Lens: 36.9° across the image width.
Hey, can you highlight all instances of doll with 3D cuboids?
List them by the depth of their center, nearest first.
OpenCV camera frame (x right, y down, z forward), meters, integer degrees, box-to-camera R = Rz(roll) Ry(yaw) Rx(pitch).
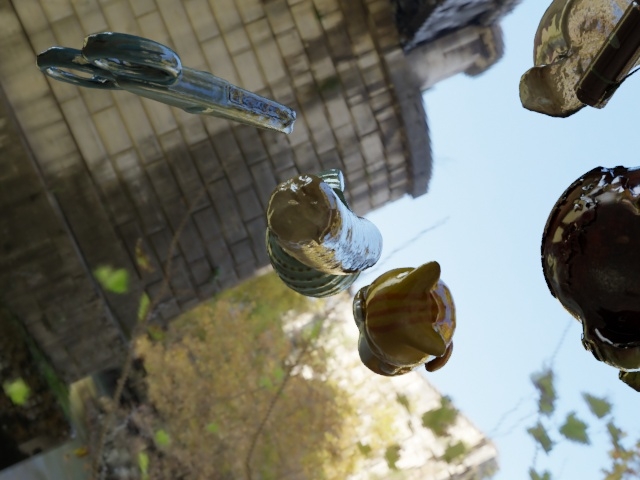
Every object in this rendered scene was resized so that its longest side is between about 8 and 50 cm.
[{"bbox_3d":[0.131,0.130,1.520,0.269,0.162,0.167,70,8,-79],"label":"doll"}]

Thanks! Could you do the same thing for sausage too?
[{"bbox_3d":[0.009,-0.005,0.811,0.066,0.065,0.301,64,8,11],"label":"sausage"}]

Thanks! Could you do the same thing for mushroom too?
[{"bbox_3d":[0.375,-0.313,1.433,0.162,0.236,0.173,30,-31,61],"label":"mushroom"}]

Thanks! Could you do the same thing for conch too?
[{"bbox_3d":[-0.010,0.002,1.307,0.200,0.131,0.172,93,-20,-64],"label":"conch"}]

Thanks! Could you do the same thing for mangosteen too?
[{"bbox_3d":[0.250,0.029,0.725,0.166,0.166,0.180,-170,-101,-79],"label":"mangosteen"}]

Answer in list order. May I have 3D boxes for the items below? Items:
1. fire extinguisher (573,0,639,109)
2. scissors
[{"bbox_3d":[0.342,-0.212,1.059,0.078,0.045,0.157,59,-42,31],"label":"fire extinguisher"},{"bbox_3d":[-0.124,-0.144,0.921,0.138,0.289,0.041,-5,-99,41],"label":"scissors"}]
